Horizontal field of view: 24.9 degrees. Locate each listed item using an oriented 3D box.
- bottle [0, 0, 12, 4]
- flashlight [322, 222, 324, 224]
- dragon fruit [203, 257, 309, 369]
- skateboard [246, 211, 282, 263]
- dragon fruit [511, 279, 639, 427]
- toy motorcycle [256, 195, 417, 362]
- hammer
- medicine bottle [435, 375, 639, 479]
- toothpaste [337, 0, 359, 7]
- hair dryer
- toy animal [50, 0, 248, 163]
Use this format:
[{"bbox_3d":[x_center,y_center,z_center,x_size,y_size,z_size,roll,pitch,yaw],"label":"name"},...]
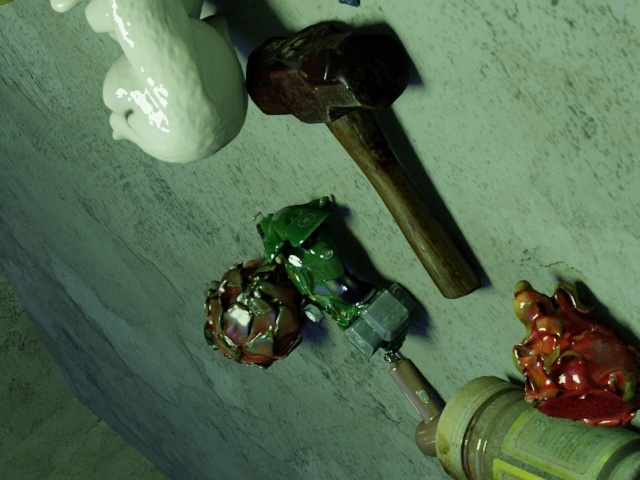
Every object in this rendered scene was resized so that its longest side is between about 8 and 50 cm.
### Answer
[{"bbox_3d":[-0.453,-0.472,2.017,0.171,0.171,0.351,49,156,0],"label":"bottle"},{"bbox_3d":[0.000,0.000,2.117,0.018,0.018,0.083,32,154,29],"label":"flashlight"},{"bbox_3d":[-0.105,0.118,2.325,0.182,0.182,0.188,52,174,-7],"label":"dragon fruit"},{"bbox_3d":[-0.071,-0.010,2.234,0.083,0.032,0.064,49,149,-3],"label":"skateboard"},{"bbox_3d":[0.285,0.132,1.643,0.133,0.150,0.208,-38,86,40],"label":"dragon fruit"},{"bbox_3d":[0.019,0.047,2.027,0.274,0.125,0.187,42,159,6],"label":"toy motorcycle"},{"bbox_3d":[0.077,-0.078,1.744,0.242,0.095,0.409,10,139,58],"label":"hammer"},{"bbox_3d":[0.302,0.284,1.819,0.322,0.151,0.151,19,144,53],"label":"medicine bottle"},{"bbox_3d":[0.025,-0.285,1.585,0.027,0.019,0.083,19,152,23],"label":"toothpaste"},{"bbox_3d":[0.154,0.241,2.176,0.182,0.064,0.117,54,158,2],"label":"hair dryer"},{"bbox_3d":[-0.184,-0.226,1.771,0.271,0.206,0.265,29,-138,-68],"label":"toy animal"}]
